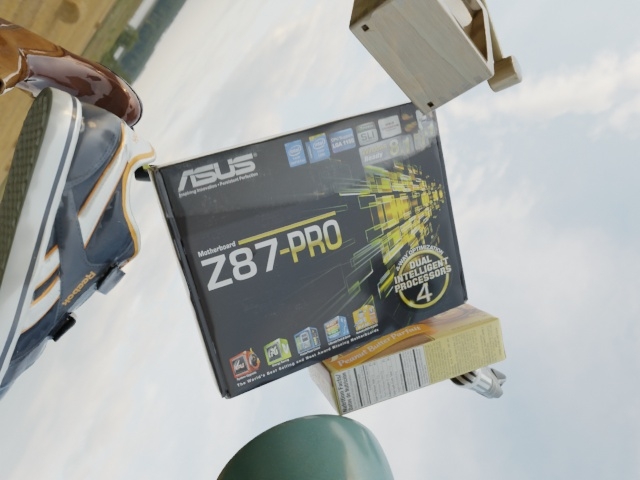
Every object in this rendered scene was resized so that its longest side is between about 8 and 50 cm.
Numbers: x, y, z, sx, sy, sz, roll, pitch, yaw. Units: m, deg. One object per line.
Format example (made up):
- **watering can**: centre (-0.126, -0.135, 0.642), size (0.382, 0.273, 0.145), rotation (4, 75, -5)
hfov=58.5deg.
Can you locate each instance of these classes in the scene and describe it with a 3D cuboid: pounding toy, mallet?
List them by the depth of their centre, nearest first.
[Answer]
- **pounding toy**: centre (0.130, -0.222, 0.622), size (0.094, 0.206, 0.181), rotation (-25, -140, 35)
- **mallet**: centre (-0.371, -0.180, 1.212), size (0.189, 0.063, 0.039), rotation (111, -19, -64)

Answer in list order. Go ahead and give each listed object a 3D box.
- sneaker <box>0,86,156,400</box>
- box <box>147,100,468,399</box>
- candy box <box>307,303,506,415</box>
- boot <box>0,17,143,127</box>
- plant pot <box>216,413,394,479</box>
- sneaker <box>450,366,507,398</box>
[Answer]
- **sneaker**: centre (-0.256, 0.026, 0.556), size (0.126, 0.128, 0.320), rotation (27, -85, 47)
- **box**: centre (0.000, 0.000, 0.804), size (0.395, 0.318, 0.097), rotation (-17, -166, -18)
- **candy box**: centre (0.144, 0.197, 1.035), size (0.317, 0.087, 0.183), rotation (-15, -169, -14)
- **boot**: centre (-0.345, -0.205, 0.685), size (0.096, 0.264, 0.280), rotation (-53, -159, 5)
- **plant pot**: centre (0.001, 0.431, 0.824), size (0.290, 0.290, 0.195), rotation (-54, -150, 7)
- **sneaker**: centre (0.309, 0.265, 1.187), size (0.086, 0.132, 0.228), rotation (-56, -167, 10)
